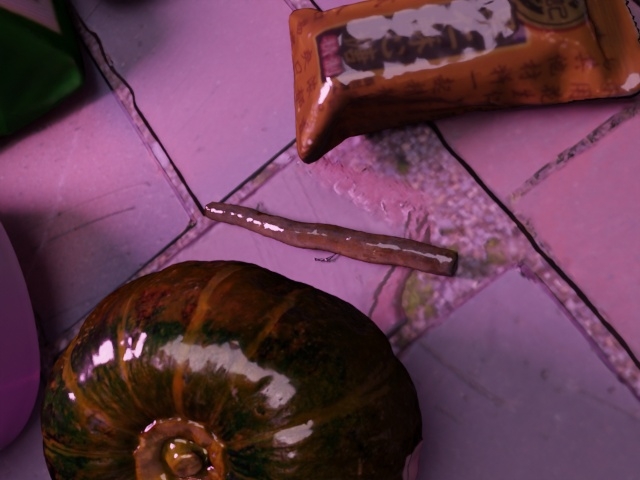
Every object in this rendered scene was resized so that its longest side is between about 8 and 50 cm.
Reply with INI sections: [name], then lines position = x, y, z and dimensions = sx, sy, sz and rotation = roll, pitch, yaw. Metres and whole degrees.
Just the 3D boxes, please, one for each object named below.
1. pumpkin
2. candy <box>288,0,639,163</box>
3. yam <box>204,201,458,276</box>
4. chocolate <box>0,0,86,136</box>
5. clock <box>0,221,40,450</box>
[pumpkin]
position = -0.060, 0.130, 0.511
dimensions = 0.261, 0.189, 0.260
rotation = 2, 98, 16
[candy]
position = 0.104, -0.151, 0.568
dimensions = 0.272, 0.101, 0.143
rotation = -10, 77, 13
[yam]
position = 0.000, -0.002, 0.605
dimensions = 0.234, 0.029, 0.027
rotation = 12, 53, 26
[chocolate]
position = -0.460, -0.244, 0.781
dimensions = 0.341, 0.161, 0.360
rotation = -30, 66, 15
[clock]
position = -0.416, 0.085, 0.664
dimensions = 0.339, 0.102, 0.338
rotation = 2, 95, 22
